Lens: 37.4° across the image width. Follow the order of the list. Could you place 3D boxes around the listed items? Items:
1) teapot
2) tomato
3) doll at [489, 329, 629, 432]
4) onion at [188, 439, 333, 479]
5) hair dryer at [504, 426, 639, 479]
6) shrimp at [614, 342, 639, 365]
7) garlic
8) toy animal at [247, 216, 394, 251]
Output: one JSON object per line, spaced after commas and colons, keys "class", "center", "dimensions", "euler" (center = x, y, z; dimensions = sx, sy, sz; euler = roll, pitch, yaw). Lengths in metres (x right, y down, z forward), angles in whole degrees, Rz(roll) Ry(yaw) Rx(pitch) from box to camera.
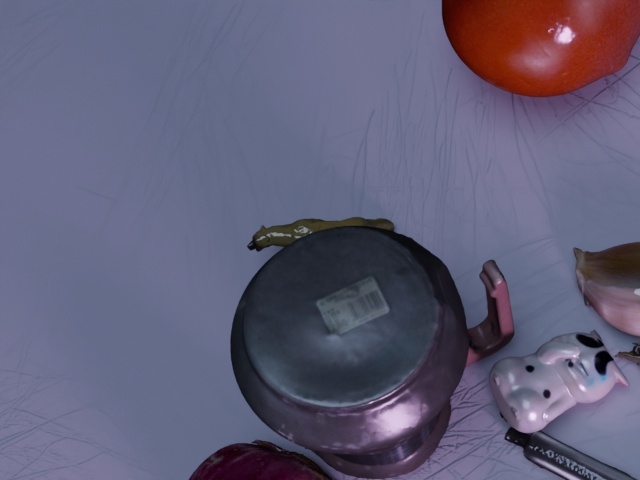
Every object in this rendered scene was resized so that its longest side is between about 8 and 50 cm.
{"class": "teapot", "center": [0.086, 0.155, 1.293], "dimensions": [0.376, 0.362, 0.306], "euler": [-25, 61, -3]}
{"class": "tomato", "center": [0.342, -0.371, 1.427], "dimensions": [0.321, 0.321, 0.322], "euler": [-6, 70, 17]}
{"class": "doll", "center": [0.328, 0.194, 1.326], "dimensions": [0.180, 0.107, 0.110], "euler": [-28, 61, 4]}
{"class": "onion", "center": [-0.069, 0.411, 1.332], "dimensions": [0.256, 0.230, 0.273], "euler": [-1, 64, 18]}
{"class": "hair dryer", "center": [0.373, 0.395, 1.274], "dimensions": [0.284, 0.156, 0.320], "euler": [5, 59, 42]}
{"class": "shrimp", "center": [0.497, 0.194, 1.315], "dimensions": [0.180, 0.041, 0.099], "euler": [22, 95, 23]}
{"class": "garlic", "center": [0.502, 0.058, 1.333], "dimensions": [0.266, 0.128, 0.149], "euler": [-8, 81, 6]}
{"class": "toy animal", "center": [0.000, 0.000, 1.515], "dimensions": [0.218, 0.101, 0.103], "euler": [1, 74, 20]}
